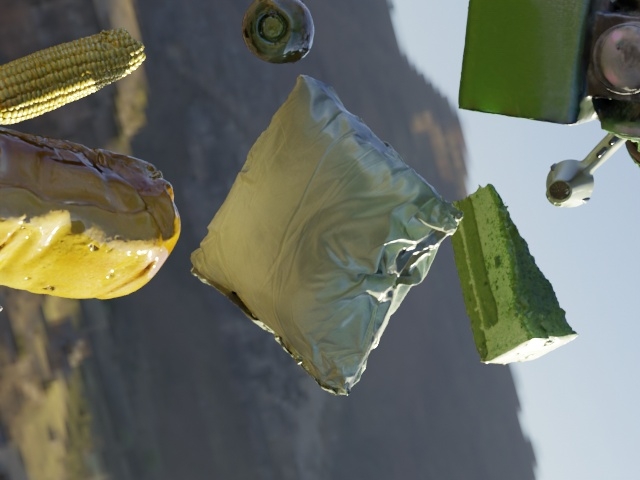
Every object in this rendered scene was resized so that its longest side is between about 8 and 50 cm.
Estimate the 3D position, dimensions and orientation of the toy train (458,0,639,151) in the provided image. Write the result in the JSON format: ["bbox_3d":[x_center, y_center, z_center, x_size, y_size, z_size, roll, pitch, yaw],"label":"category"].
[{"bbox_3d":[0.283,-0.185,1.782,0.307,0.249,0.173,-19,115,-63],"label":"toy train"}]

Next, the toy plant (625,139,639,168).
[{"bbox_3d":[0.464,-0.138,2.510,0.162,0.093,0.093,23,50,-74],"label":"toy plant"}]

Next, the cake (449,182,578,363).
[{"bbox_3d":[0.222,0.045,2.347,0.099,0.100,0.235,-14,75,-48],"label":"cake"}]

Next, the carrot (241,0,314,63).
[{"bbox_3d":[-0.040,-0.227,2.039,0.298,0.078,0.078,-46,121,-88],"label":"carrot"}]

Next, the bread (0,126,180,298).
[{"bbox_3d":[-0.297,-0.030,1.954,0.294,0.167,0.132,13,53,-43],"label":"bread"}]

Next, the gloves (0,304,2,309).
[{"bbox_3d":[-0.322,0.044,1.713,0.044,0.037,0.081,17,-55,35],"label":"gloves"}]

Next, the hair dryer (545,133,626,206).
[{"bbox_3d":[0.357,-0.108,2.340,0.067,0.199,0.167,46,29,3],"label":"hair dryer"}]

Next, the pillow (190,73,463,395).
[{"bbox_3d":[0.000,0.000,2.111,0.138,0.283,0.310,18,21,-51],"label":"pillow"}]

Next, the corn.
[{"bbox_3d":[-0.294,-0.185,2.050,0.067,0.206,0.067,46,-29,36],"label":"corn"}]
